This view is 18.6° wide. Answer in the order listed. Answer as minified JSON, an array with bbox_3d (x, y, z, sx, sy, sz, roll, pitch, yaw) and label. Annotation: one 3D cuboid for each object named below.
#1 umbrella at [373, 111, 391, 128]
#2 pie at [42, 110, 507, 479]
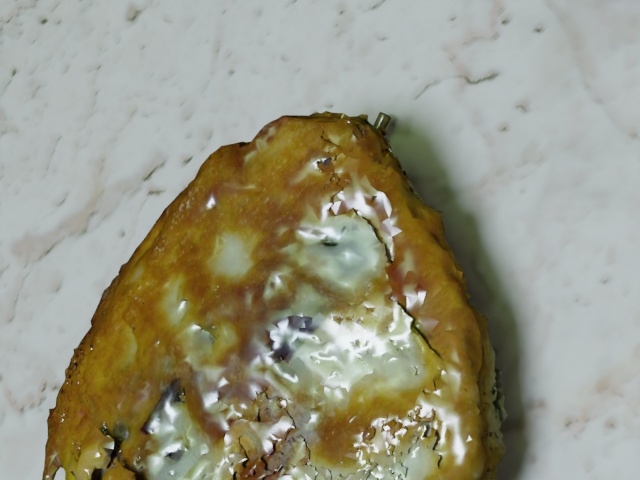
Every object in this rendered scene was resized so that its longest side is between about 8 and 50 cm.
[{"bbox_3d":[0.000,0.000,1.137,0.027,0.025,0.165,26,94,14],"label":"umbrella"},{"bbox_3d":[-0.022,0.091,1.068,0.308,0.085,0.308,-7,74,24],"label":"pie"}]
